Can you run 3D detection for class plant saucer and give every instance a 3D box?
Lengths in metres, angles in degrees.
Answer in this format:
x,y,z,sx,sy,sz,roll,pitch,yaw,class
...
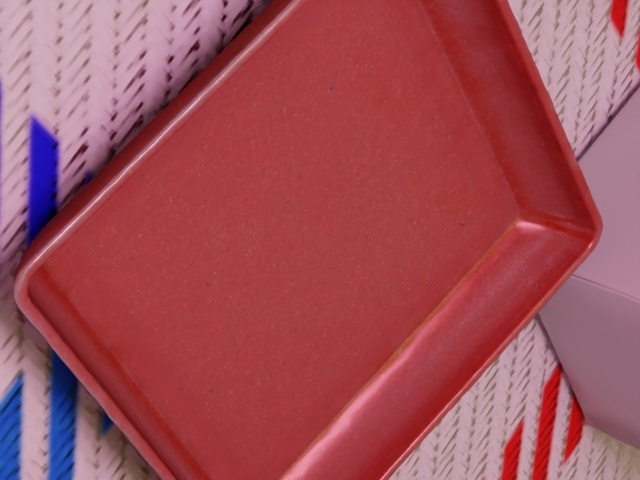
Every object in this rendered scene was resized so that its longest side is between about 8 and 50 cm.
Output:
x,y,z,sx,sy,sz,roll,pitch,yaw,class
0.000,0.000,0.843,0.259,0.047,0.258,-47,136,-15,plant saucer

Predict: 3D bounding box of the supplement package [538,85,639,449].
x,y,z,sx,sy,sz,roll,pitch,yaw,class
0.275,-0.020,1.041,0.293,0.175,0.177,-49,137,-20,supplement package
